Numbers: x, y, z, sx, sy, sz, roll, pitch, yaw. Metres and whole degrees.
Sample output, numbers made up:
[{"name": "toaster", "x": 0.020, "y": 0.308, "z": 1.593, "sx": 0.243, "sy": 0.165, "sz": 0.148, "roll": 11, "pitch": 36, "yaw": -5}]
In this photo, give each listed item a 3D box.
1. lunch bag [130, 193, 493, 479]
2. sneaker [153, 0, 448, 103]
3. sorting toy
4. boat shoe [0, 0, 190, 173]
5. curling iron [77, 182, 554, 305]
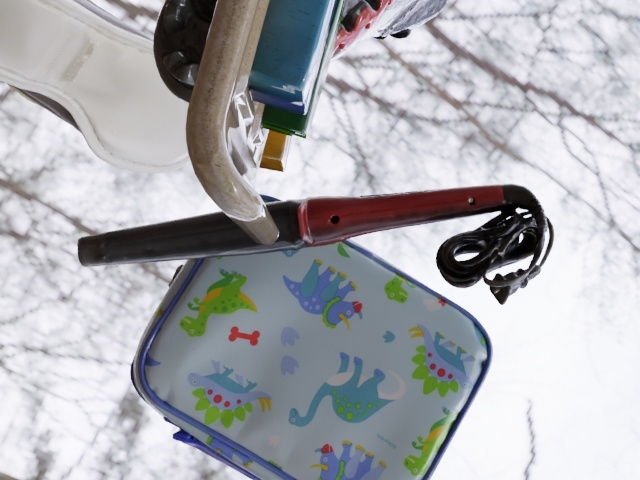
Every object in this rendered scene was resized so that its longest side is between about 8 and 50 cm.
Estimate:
[{"name": "lunch bag", "x": -0.010, "y": 0.085, "z": 0.984, "sx": 0.176, "sy": 0.219, "sz": 0.090, "roll": -60, "pitch": -176, "yaw": -11}, {"name": "sneaker", "x": 0.013, "y": -0.150, "z": 0.816, "sx": 0.098, "sy": 0.135, "sz": 0.276, "roll": 37, "pitch": -117, "yaw": 14}, {"name": "sorting toy", "x": 0.000, "y": -0.112, "z": 0.540, "sx": 0.307, "sy": 0.041, "sz": 0.229, "roll": 94, "pitch": 8, "yaw": -88}, {"name": "boat shoe", "x": -0.216, "y": -0.158, "z": 1.270, "sx": 0.116, "sy": 0.324, "sz": 0.097, "roll": -51, "pitch": -126, "yaw": 6}, {"name": "curling iron", "x": 0.000, "y": 0.000, "z": 0.815, "sx": 0.274, "sy": 0.035, "sz": 0.068, "roll": 0, "pitch": -119, "yaw": -4}]
